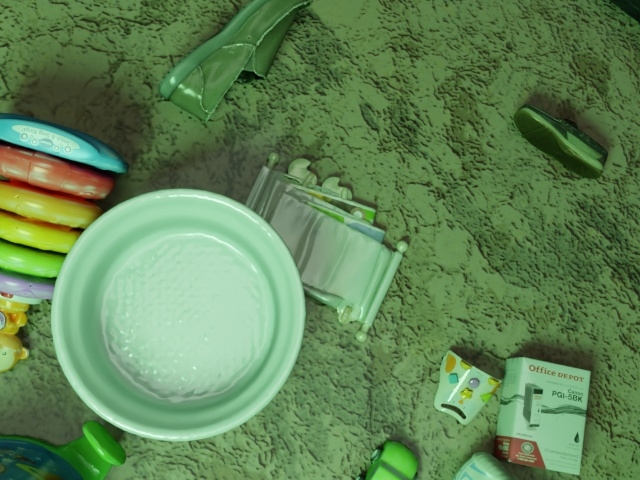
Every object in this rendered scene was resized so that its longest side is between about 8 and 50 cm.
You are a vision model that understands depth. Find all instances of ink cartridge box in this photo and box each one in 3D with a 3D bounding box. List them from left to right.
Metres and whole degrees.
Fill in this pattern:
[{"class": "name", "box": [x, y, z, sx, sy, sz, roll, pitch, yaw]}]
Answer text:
[{"class": "ink cartridge box", "box": [0.288, 0.226, 1.047, 0.099, 0.056, 0.135, 12, 77, -7]}]

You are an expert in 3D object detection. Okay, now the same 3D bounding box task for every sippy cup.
[{"class": "sippy cup", "box": [-0.349, 0.322, 0.826, 0.239, 0.224, 0.306, 13, 77, -7]}]

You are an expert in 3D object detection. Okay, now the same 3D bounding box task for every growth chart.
[{"class": "growth chart", "box": [0.000, 0.000, 1.060, 0.237, 0.021, 0.172, 32, 74, -2]}]

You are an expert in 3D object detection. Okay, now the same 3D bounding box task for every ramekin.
[{"class": "ramekin", "box": [-0.161, 0.088, 0.945, 0.277, 0.135, 0.278, 1, 81, -7]}]

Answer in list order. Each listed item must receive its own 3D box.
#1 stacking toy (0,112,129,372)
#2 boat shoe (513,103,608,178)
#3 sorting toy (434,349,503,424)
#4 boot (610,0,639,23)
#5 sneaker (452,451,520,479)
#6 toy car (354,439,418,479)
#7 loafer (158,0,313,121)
[{"class": "stacking toy", "box": [-0.347, 0.011, 0.946, 0.175, 0.166, 0.302, 16, 91, -10]}, {"class": "boat shoe", "box": [0.340, -0.146, 1.139, 0.152, 0.056, 0.049, 37, 69, -11]}, {"class": "sorting toy", "box": [0.187, 0.197, 1.049, 0.083, 0.045, 0.075, 29, 94, -3]}, {"class": "boot", "box": [0.645, -0.413, 1.212, 0.445, 0.146, 0.367, 38, 73, 4]}, {"class": "sneaker", "box": [0.264, 0.354, 1.013, 0.237, 0.085, 0.086, 35, 104, -7]}, {"class": "toy car", "box": [0.047, 0.345, 0.981, 0.239, 0.053, 0.225, 35, 75, -2]}, {"class": "loafer", "box": [-0.098, -0.250, 1.067, 0.251, 0.094, 0.087, -43, 100, -11]}]
